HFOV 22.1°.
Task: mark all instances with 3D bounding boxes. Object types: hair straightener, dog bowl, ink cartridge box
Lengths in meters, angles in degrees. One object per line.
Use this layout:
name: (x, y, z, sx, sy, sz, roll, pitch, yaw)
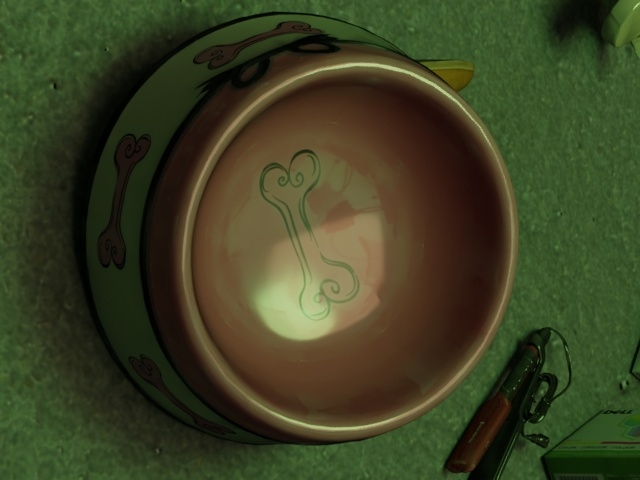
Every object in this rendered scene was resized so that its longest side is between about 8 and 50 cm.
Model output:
hair straightener: (0.218, 0.189, 1.809, 0.089, 0.047, 0.230, 51, 52, -27)
dog bowl: (0.000, 0.000, 1.473, 0.408, 0.150, 0.407, -4, 99, -25)
ink cartridge box: (0.409, 0.231, 1.872, 0.255, 0.189, 0.097, -30, 104, -41)

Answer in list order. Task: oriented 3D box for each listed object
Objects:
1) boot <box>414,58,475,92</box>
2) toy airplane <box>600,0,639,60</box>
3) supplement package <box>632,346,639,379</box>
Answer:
boot: (0.045, -0.069, 1.641, 0.295, 0.104, 0.211, -14, 101, -36)
toy airplane: (0.498, -0.362, 1.942, 0.386, 0.272, 0.384, 14, 102, -47)
supplement package: (0.528, 0.096, 2.016, 0.204, 0.145, 0.261, 39, 62, -33)
